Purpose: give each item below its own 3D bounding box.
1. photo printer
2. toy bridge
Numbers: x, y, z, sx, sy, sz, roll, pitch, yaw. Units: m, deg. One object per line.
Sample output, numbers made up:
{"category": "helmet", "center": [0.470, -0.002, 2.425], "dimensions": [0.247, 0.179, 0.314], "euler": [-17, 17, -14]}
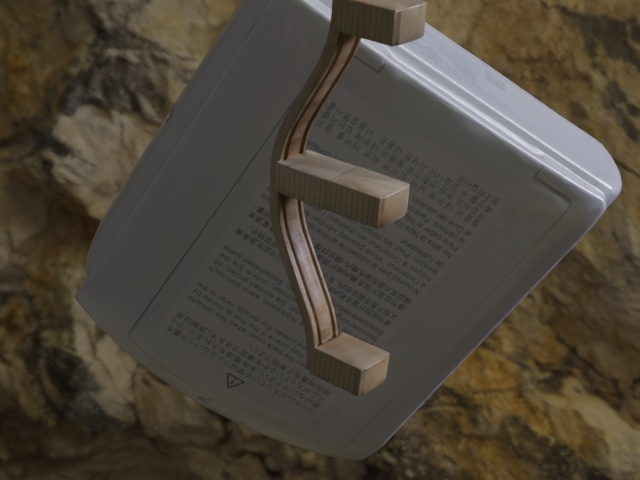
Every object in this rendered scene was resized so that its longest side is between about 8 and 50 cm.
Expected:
{"category": "photo printer", "center": [0.000, 0.000, 0.711], "dimensions": [0.307, 0.256, 0.107], "euler": [-53, -167, 29]}
{"category": "toy bridge", "center": [0.007, -0.024, 0.480], "dimensions": [0.063, 0.026, 0.188], "euler": [21, -59, 32]}
